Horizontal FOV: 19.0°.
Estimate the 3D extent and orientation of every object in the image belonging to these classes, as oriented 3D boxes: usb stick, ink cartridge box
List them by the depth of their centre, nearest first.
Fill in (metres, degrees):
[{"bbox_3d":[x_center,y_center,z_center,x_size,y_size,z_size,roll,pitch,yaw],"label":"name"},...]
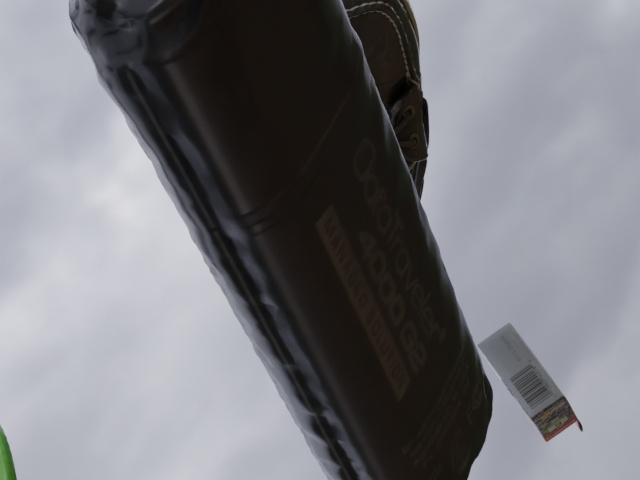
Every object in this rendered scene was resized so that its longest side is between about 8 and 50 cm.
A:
[{"bbox_3d":[0.000,0.000,0.568,0.077,0.045,0.278,-60,-31,-25],"label":"usb stick"},{"bbox_3d":[0.142,0.100,1.280,0.029,0.063,0.115,-36,-22,1],"label":"ink cartridge box"}]

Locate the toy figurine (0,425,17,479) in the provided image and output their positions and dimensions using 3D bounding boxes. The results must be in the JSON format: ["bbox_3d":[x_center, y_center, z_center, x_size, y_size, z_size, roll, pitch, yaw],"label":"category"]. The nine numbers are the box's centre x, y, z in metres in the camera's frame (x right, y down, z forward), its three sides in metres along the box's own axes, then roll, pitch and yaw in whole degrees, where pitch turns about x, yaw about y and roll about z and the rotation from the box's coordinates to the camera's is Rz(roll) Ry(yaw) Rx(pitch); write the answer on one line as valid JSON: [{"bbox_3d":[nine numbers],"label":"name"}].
[{"bbox_3d":[-0.212,0.124,0.692,0.173,0.159,0.130,-40,48,53],"label":"toy figurine"}]

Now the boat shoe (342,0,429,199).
[{"bbox_3d":[0.028,-0.060,1.068,0.080,0.073,0.223,-17,-32,-9],"label":"boat shoe"}]
